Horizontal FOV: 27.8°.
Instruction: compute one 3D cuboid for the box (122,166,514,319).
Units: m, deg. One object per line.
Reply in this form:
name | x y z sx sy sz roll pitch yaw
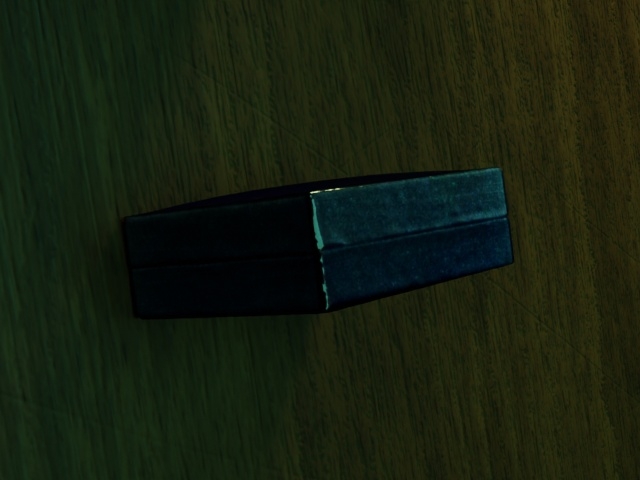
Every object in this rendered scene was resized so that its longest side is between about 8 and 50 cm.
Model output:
box | 0.000 0.000 1.254 0.279 0.261 0.116 -9 91 -46
